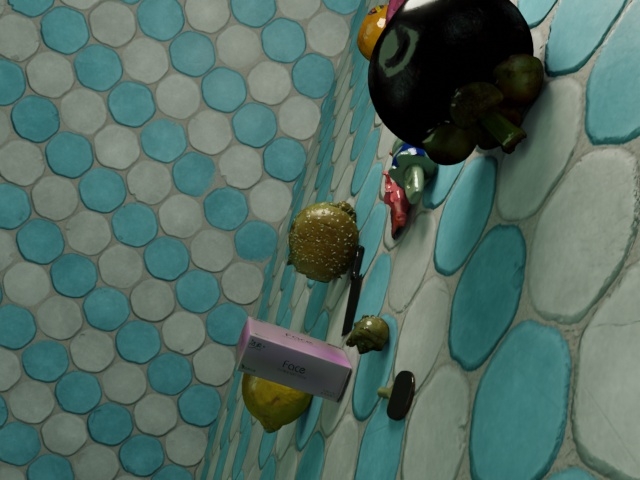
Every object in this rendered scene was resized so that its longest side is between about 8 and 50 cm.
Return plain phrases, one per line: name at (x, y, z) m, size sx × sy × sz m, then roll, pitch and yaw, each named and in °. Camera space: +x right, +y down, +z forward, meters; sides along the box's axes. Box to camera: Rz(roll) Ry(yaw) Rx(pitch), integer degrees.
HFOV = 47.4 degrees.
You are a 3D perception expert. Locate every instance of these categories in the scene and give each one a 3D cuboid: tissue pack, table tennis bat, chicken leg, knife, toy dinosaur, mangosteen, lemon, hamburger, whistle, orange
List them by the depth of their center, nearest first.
mangosteen at (0.224, -0.250, 1.160) m, size 0.302 × 0.274 × 0.275 m, roll 57°, pitch 139°, yaw 30°
table tennis bat at (0.130, 0.269, 1.278) m, size 0.156 × 0.013 × 0.087 m, roll 150°, pitch 137°, yaw -74°
chicken leg at (0.094, 0.181, 1.472) m, size 0.093 × 0.070 × 0.178 m, roll -26°, pitch 6°, yaw 7°
whistle at (0.191, -0.162, 1.514) m, size 0.244 × 0.092 × 0.110 m, roll -81°, pitch 18°, yaw -49°
toy dinosaur at (0.172, -0.088, 1.642) m, size 0.286 × 0.070 × 0.139 m, roll -87°, pitch -4°, yaw -62°
tissue pack at (-0.062, 0.268, 1.653) m, size 0.148 × 0.246 × 0.093 m, roll -125°, pitch 56°, yaw -76°
knife at (0.087, 0.116, 1.803) m, size 0.072 × 0.019 × 0.245 m, roll 136°, pitch 149°, yaw -60°
lemon at (-0.107, 0.373, 1.891) m, size 0.188 × 0.188 × 0.257 m, roll 122°, pitch 165°, yaw -54°
hamburger at (0.012, -0.006, 1.905) m, size 0.122 × 0.189 × 0.215 m, roll -134°, pitch 61°, yaw -81°
orange at (0.190, -0.617, 2.191) m, size 0.178 × 0.155 × 0.178 m, roll -58°, pitch 12°, yaw 21°

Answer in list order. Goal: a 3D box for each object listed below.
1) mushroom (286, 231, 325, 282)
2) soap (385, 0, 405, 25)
mushroom at (0.000, -0.021, 2.099) m, size 0.173 × 0.162 × 0.236 m, roll 117°, pitch 166°, yaw -47°
soap at (0.281, -0.687, 1.918) m, size 0.220 × 0.127 × 0.325 m, roll -107°, pitch 37°, yaw -70°
